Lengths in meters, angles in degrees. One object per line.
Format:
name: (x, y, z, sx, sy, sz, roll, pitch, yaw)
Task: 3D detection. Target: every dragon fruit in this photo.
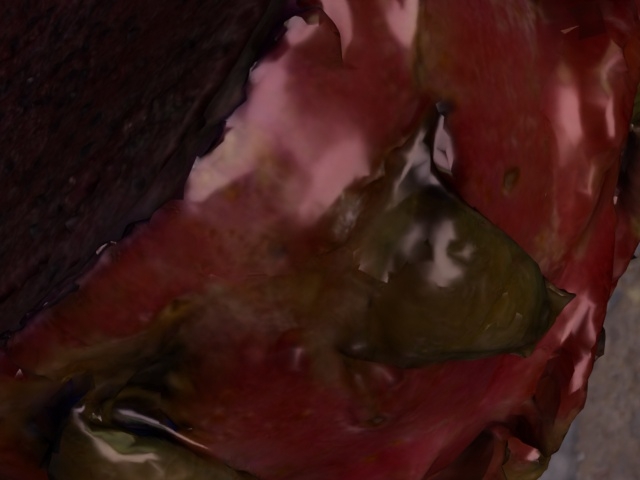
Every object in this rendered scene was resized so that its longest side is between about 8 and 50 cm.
dragon fruit: (0.000, 0.000, 0.679, 0.263, 0.314, 0.296, 36, 84, -33)
